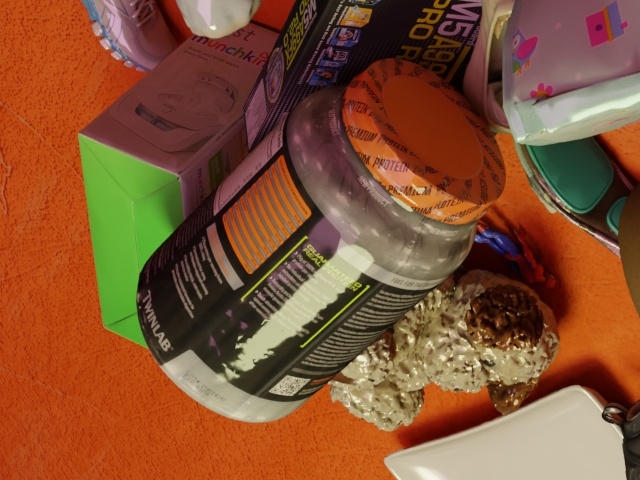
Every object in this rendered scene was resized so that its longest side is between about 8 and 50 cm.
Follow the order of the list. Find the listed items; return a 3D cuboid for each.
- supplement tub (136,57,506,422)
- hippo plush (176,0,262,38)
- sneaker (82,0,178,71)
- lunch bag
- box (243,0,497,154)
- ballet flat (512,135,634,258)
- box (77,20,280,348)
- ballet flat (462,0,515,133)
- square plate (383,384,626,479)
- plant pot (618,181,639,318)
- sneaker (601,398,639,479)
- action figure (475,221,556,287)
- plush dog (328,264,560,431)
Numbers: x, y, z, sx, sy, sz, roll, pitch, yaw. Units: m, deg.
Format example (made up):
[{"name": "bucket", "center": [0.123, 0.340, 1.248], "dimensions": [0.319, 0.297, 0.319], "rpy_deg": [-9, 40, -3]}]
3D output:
[{"name": "supplement tub", "center": [0.000, 0.000, 1.615], "dimensions": [0.193, 0.193, 0.316], "rpy_deg": [45, 124, -4]}, {"name": "hippo plush", "center": [-0.043, -0.339, 1.588], "dimensions": [0.237, 0.234, 0.294], "rpy_deg": [-17, 136, 15]}, {"name": "sneaker", "center": [-0.196, -0.250, 1.873], "dimensions": [0.083, 0.071, 0.190], "rpy_deg": [-25, 109, 44]}, {"name": "lunch bag", "center": [0.261, -0.176, 1.369], "dimensions": [0.223, 0.262, 0.160], "rpy_deg": [-14, 125, 37]}, {"name": "box", "center": [0.074, -0.157, 1.637], "dimensions": [0.216, 0.060, 0.270], "rpy_deg": [5, 146, -20]}, {"name": "ballet flat", "center": [0.250, -0.031, 1.707], "dimensions": [0.221, 0.077, 0.079], "rpy_deg": [41, 162, 0]}, {"name": "box", "center": [-0.107, -0.049, 1.857], "dimensions": [0.127, 0.231, 0.262], "rpy_deg": [23, 139, 24]}, {"name": "ballet flat", "center": [0.163, -0.140, 1.548], "dimensions": [0.086, 0.086, 0.248], "rpy_deg": [26, 155, 19]}, {"name": "square plate", "center": [0.281, 0.309, 2.022], "dimensions": [0.347, 0.049, 0.344], "rpy_deg": [49, 142, -10]}, {"name": "plant pot", "center": [0.342, 0.018, 1.525], "dimensions": [0.237, 0.237, 0.254], "rpy_deg": [59, 176, -21]}, {"name": "sneaker", "center": [0.388, 0.184, 1.764], "dimensions": [0.269, 0.101, 0.153], "rpy_deg": [-17, 103, 35]}, {"name": "action figure", "center": [0.183, 0.007, 1.829], "dimensions": [0.115, 0.030, 0.038], "rpy_deg": [41, 148, -8]}, {"name": "plush dog", "center": [0.124, 0.080, 1.858], "dimensions": [0.225, 0.210, 0.262], "rpy_deg": [14, 164, 14]}]
